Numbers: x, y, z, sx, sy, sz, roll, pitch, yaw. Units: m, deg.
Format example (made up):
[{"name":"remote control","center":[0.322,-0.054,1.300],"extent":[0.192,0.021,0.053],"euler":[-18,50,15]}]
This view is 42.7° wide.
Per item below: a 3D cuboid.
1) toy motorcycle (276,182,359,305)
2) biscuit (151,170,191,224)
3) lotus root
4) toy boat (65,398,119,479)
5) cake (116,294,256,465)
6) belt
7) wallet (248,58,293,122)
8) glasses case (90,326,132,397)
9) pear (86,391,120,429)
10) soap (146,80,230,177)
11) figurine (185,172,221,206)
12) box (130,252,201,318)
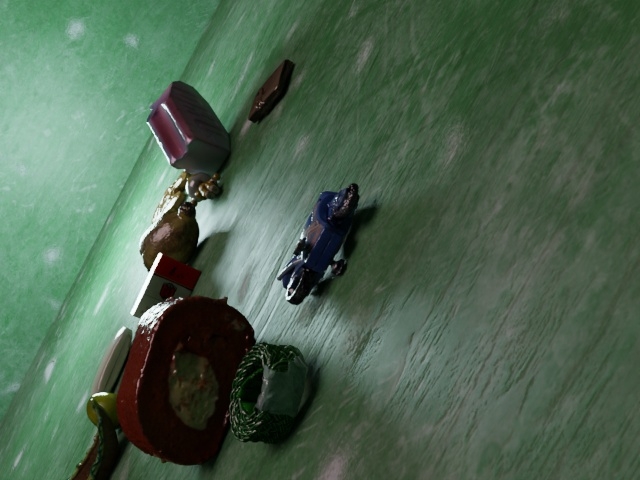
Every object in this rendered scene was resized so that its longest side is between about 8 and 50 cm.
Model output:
[{"name":"toy motorcycle","center":[0.000,0.000,1.220],"extent":[0.205,0.076,0.114],"euler":[-61,12,10]},{"name":"biscuit","center":[-0.452,-0.116,2.449],"extent":[0.236,0.040,0.144],"euler":[-34,30,48]},{"name":"lotus root","center":[-0.355,-0.003,1.963],"extent":[0.214,0.138,0.138],"euler":[-48,26,32]},{"name":"toy boat","center":[-0.497,0.475,1.779],"extent":[0.292,0.099,0.108],"euler":[-65,21,18]},{"name":"cake","center":[-0.226,0.218,1.337],"extent":[0.151,0.177,0.283],"euler":[-12,56,64]},{"name":"belt","center":[-0.065,0.208,1.126],"extent":[0.151,0.079,0.121],"euler":[-66,29,26]},{"name":"wallet","center":[-0.123,-0.356,1.957],"extent":[0.153,0.039,0.118],"euler":[-36,32,47]},{"name":"glasses case","center":[-0.537,0.319,2.104],"extent":[0.081,0.051,0.204],"euler":[-7,59,64]},{"name":"pear","center":[-0.486,0.385,1.861],"extent":[0.092,0.097,0.092],"euler":[-49,-9,-11]},{"name":"soap","center":[-0.355,-0.304,2.191],"extent":[0.109,0.193,0.324],"euler":[-50,50,19]},{"name":"figurine","center":[-0.296,-0.127,2.050],"extent":[0.101,0.068,0.143],"euler":[-39,28,13]},{"name":"box","center":[-0.347,0.116,1.837],"extent":[0.152,0.100,0.048],"euler":[-65,24,-3]}]
